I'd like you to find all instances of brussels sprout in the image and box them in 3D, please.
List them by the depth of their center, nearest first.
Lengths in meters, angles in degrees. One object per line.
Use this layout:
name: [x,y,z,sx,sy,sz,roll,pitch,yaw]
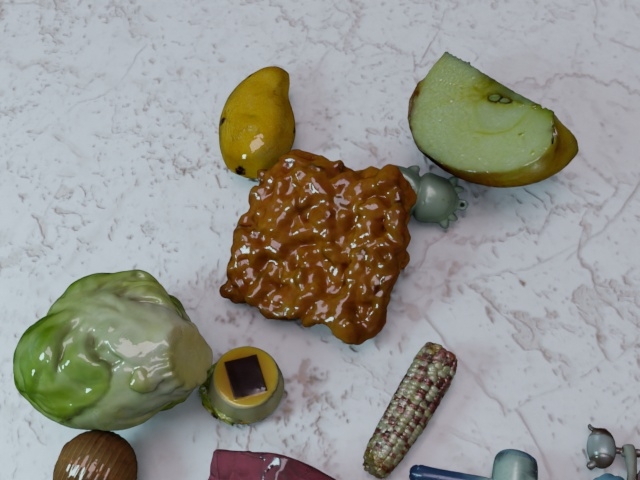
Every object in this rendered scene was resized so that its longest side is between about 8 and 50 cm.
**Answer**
brussels sprout: [-0.326,0.174,1.280,0.317,0.274,0.242,-8,101,5]

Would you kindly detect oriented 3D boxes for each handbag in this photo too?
handbag: [-0.088,0.387,1.163,0.225,0.146,0.135,-13,47,51]

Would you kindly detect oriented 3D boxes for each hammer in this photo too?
hammer: [0.233,0.370,1.218,0.194,0.069,0.116,5,62,15]

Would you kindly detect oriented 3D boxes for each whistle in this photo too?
whistle: [0.152,-0.088,1.471,0.244,0.092,0.110,11,93,9]

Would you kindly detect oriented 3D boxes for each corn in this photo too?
corn: [0.143,0.272,1.276,0.079,0.079,0.237,27,67,21]

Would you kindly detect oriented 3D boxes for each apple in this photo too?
apple: [0.304,-0.209,1.463,0.254,0.179,0.346,-2,34,-39]

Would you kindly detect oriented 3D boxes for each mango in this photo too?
mango: [-0.122,-0.233,1.586,0.157,0.109,0.262,0,55,18]

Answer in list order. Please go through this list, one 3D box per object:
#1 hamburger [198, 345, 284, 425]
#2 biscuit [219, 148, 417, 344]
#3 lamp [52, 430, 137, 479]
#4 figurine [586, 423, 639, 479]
hamburger: [-0.131,0.245,1.326,0.141,0.081,0.126,-28,62,-23]
biscuit: [0.000,0.000,1.395,0.312,0.110,0.318,15,85,17]
lamp: [-0.354,0.367,1.252,0.136,0.136,0.136,-3,60,5]
figurine: [0.474,0.348,1.177,0.260,0.103,0.205,-29,62,-21]
